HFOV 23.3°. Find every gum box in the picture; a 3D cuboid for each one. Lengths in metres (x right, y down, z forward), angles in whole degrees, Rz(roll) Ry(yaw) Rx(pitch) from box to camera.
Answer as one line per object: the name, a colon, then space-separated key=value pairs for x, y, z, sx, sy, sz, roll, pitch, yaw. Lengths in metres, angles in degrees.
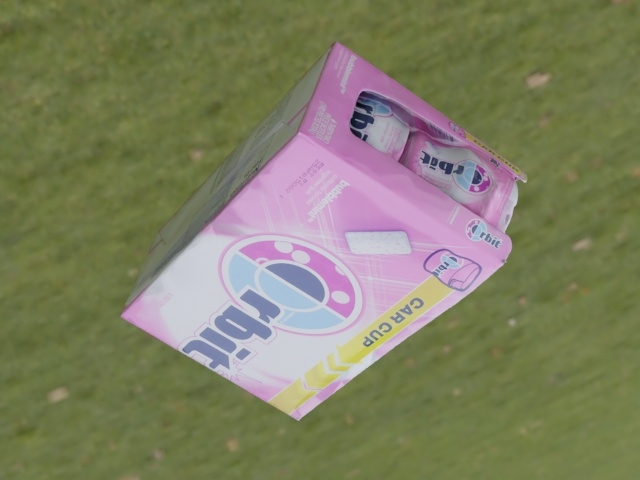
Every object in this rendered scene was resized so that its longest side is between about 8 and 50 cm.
gum box: x=0.000 y=0.000 z=0.721 sx=0.188 sy=0.107 sz=0.062 roll=-42 pitch=-159 yaw=47
